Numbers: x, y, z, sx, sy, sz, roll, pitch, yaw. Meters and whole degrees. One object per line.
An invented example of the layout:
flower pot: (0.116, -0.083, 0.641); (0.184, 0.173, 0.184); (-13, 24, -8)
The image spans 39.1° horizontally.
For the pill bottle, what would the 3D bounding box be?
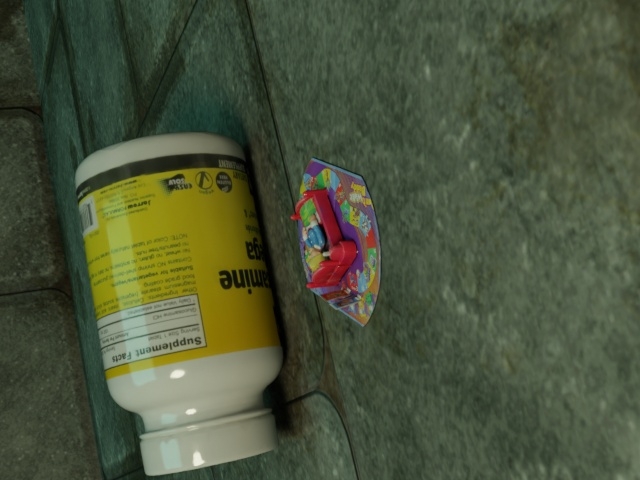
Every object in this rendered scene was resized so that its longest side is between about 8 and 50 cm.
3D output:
pill bottle: (-0.143, 0.068, 0.959); (0.188, 0.187, 0.334); (150, 110, -64)

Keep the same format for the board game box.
board game box: (0.000, 0.000, 0.809); (0.168, 0.033, 0.133); (-150, 56, -60)
